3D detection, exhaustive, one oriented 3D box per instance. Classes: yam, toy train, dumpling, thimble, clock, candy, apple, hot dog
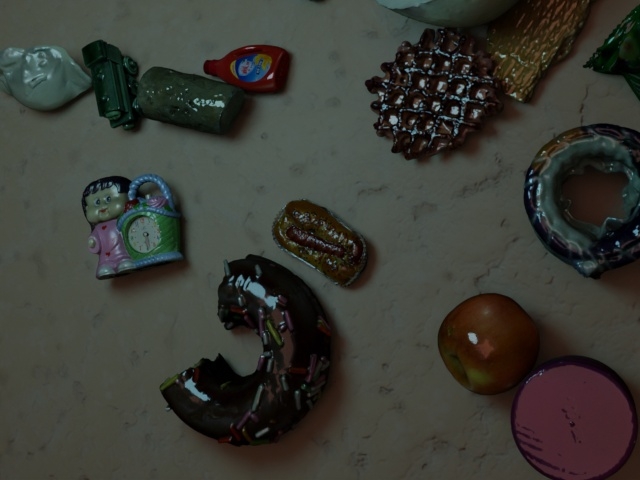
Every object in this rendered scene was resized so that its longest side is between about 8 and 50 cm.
[{"bbox_3d":[-0.241,-0.262,1.534,0.194,0.107,0.107,16,91,19],"label":"yam"},{"bbox_3d":[-0.406,-0.303,1.596,0.071,0.111,0.170,-17,80,22],"label":"toy train"},{"bbox_3d":[-0.576,-0.339,1.642,0.229,0.151,0.124,-7,56,20],"label":"dumpling"},{"bbox_3d":[0.429,-0.058,1.255,0.237,0.150,0.237,-1,86,18],"label":"thimble"},{"bbox_3d":[-0.364,-0.035,1.566,0.194,0.100,0.195,-16,83,14],"label":"clock"},{"bbox_3d":[0.525,-0.255,1.255,0.078,0.141,0.203,-34,76,-20],"label":"candy"},{"bbox_3d":[0.269,0.163,1.291,0.139,0.163,0.163,-31,74,-15],"label":"apple"},{"bbox_3d":[0.000,0.000,1.453,0.191,0.059,0.108,32,101,17],"label":"hot dog"}]

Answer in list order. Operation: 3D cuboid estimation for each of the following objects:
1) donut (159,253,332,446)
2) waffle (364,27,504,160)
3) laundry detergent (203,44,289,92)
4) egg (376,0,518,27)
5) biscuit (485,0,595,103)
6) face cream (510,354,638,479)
[{"bbox_3d":[-0.120,0.220,1.437,0.259,0.136,0.345,33,98,22],"label":"donut"},{"bbox_3d":[0.190,-0.252,1.401,0.234,0.055,0.221,-34,72,19],"label":"waffle"},{"bbox_3d":[-0.145,-0.330,1.536,0.165,0.049,0.097,10,72,21],"label":"laundry detergent"},{"bbox_3d":[0.256,-0.468,1.317,0.337,0.201,0.337,-35,41,37],"label":"egg"},{"bbox_3d":[0.355,-0.350,1.367,0.144,0.033,0.224,34,98,23],"label":"biscuit"},{"bbox_3d":[0.383,0.262,1.219,0.175,0.195,0.175,-1,86,21],"label":"face cream"}]
